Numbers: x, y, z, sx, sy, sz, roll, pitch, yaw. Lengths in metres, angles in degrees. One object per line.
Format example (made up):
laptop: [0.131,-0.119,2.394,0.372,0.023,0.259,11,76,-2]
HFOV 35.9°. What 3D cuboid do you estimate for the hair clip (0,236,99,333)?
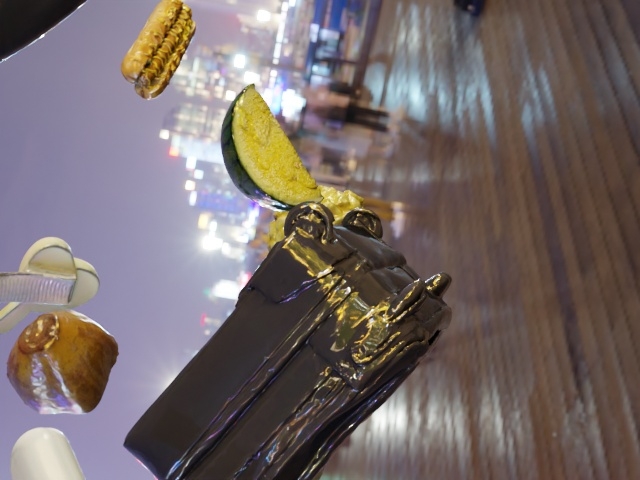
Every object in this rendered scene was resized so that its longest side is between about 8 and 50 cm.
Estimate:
hair clip: [-0.423,0.072,1.414,0.071,0.219,0.159,48,126,39]

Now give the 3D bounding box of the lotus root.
lotus root: [-0.504,0.210,1.854,0.180,0.199,0.188,68,-154,-54]

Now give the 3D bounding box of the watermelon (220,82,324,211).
watermelon: [-0.085,-0.102,1.305,0.092,0.181,0.075,-40,10,-35]

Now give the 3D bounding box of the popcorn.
popcorn: [0.003,0.000,1.902,0.169,0.218,0.189,-133,31,-59]

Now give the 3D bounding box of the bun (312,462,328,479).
bun: [-0.076,0.340,1.887,0.362,0.211,0.361,8,-90,-79]

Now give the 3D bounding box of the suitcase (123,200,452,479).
suitcase: [-0.024,0.132,1.036,0.339,0.188,0.345,-48,-7,9]

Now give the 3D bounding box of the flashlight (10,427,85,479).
flashlight: [-0.195,0.221,0.761,0.200,0.048,0.093,47,121,42]

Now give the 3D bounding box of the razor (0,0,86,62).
razor: [-0.483,-0.372,1.438,0.113,0.349,0.204,31,154,50]

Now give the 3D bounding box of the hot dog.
hot dog: [-0.209,-0.255,1.301,0.071,0.045,0.165,52,-138,-34]
